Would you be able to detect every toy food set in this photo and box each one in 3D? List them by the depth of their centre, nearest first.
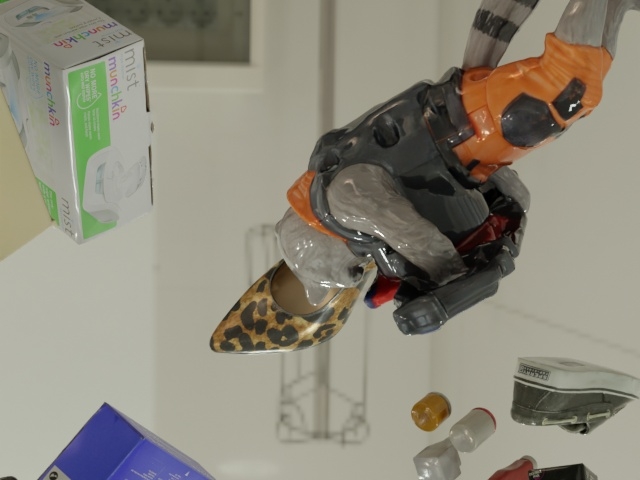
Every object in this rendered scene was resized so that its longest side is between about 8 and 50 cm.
[{"bbox_3d":[0.199,0.285,1.698,0.111,0.232,0.104,-11,-168,40],"label":"toy food set"}]

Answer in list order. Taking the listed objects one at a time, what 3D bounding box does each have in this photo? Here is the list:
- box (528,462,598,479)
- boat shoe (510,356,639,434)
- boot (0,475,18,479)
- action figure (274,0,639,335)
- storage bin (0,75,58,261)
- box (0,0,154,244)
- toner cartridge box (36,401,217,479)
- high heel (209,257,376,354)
[{"bbox_3d":[0.250,0.276,1.393,0.062,0.083,0.052,-11,151,24],"label":"box"},{"bbox_3d":[0.260,0.160,1.401,0.078,0.070,0.219,16,-176,42],"label":"boat shoe"},{"bbox_3d":[-0.427,0.275,1.552,0.223,0.338,0.118,-3,144,25],"label":"boot"},{"bbox_3d":[0.102,-0.081,0.975,0.330,0.178,0.341,-39,-175,12],"label":"action figure"},{"bbox_3d":[-0.430,-0.128,1.480,0.123,0.262,0.260,-37,-122,-20],"label":"storage bin"},{"bbox_3d":[-0.327,-0.169,1.731,0.127,0.262,0.231,-27,-133,-33],"label":"box"},{"bbox_3d":[-0.241,0.332,1.752,0.075,0.165,0.348,39,172,25],"label":"toner cartridge box"},{"bbox_3d":[0.000,0.000,1.215,0.261,0.093,0.186,-28,146,-6],"label":"high heel"}]
